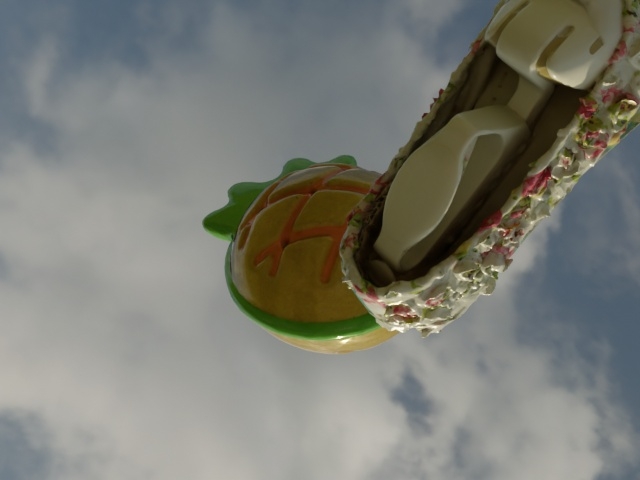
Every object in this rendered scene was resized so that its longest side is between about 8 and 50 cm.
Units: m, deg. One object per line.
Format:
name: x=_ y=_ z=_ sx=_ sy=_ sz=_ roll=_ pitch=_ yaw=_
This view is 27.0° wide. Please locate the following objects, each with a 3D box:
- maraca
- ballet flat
maraca: x=0.000 y=0.000 z=0.784 sx=0.127 sy=0.099 sz=0.186 roll=-22 pitch=-146 yaw=-14
ballet flat: x=0.089 y=-0.057 z=0.605 sx=0.091 sy=0.077 sz=0.241 roll=36 pitch=-78 yaw=27
